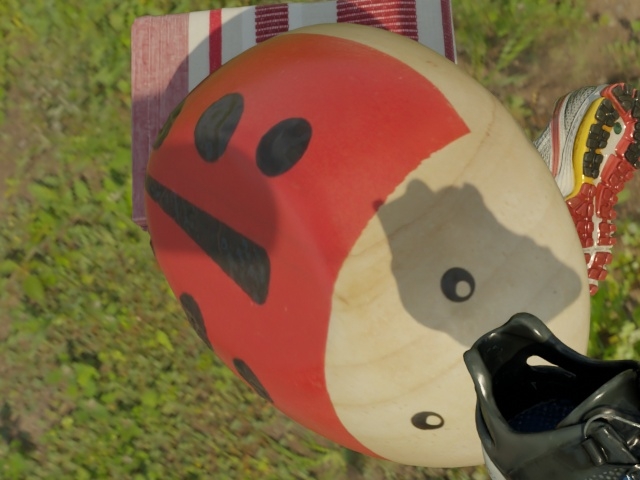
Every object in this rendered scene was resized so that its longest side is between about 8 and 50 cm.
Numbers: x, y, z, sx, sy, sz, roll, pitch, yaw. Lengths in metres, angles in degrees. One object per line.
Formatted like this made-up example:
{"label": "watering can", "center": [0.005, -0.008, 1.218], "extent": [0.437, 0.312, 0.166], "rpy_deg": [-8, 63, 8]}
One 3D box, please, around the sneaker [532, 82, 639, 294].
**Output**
{"label": "sneaker", "center": [0.207, -0.029, 1.144], "extent": [0.093, 0.088, 0.225], "rpy_deg": [15, 78, 59]}

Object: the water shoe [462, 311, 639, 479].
{"label": "water shoe", "center": [0.118, 0.091, 0.482], "extent": [0.073, 0.080, 0.203], "rpy_deg": [-37, 32, -18]}

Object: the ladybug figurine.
{"label": "ladybug figurine", "center": [0.000, 0.000, 0.966], "extent": [0.449, 0.162, 0.305], "rpy_deg": [30, 120, 51]}

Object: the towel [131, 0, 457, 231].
{"label": "towel", "center": [-0.026, -0.132, 1.317], "extent": [0.329, 0.037, 0.237], "rpy_deg": [-4, 68, 4]}
